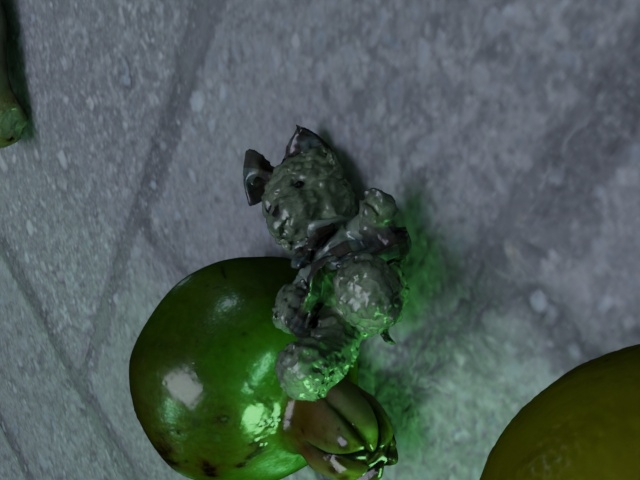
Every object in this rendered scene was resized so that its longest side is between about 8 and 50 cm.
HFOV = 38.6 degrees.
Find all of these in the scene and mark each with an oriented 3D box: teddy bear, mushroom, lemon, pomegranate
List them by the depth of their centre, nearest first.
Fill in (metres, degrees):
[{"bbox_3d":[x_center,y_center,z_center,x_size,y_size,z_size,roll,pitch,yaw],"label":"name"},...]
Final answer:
[{"bbox_3d":[0.176,0.136,0.450,0.184,0.184,0.248,55,127,23],"label":"lemon"},{"bbox_3d":[0.016,0.011,0.677,0.133,0.111,0.213,-44,41,26],"label":"teddy bear"},{"bbox_3d":[-0.060,0.134,0.754,0.241,0.159,0.190,49,136,21],"label":"pomegranate"},{"bbox_3d":[-0.415,-0.226,1.121,0.116,0.093,0.225,-10,104,66],"label":"mushroom"}]
